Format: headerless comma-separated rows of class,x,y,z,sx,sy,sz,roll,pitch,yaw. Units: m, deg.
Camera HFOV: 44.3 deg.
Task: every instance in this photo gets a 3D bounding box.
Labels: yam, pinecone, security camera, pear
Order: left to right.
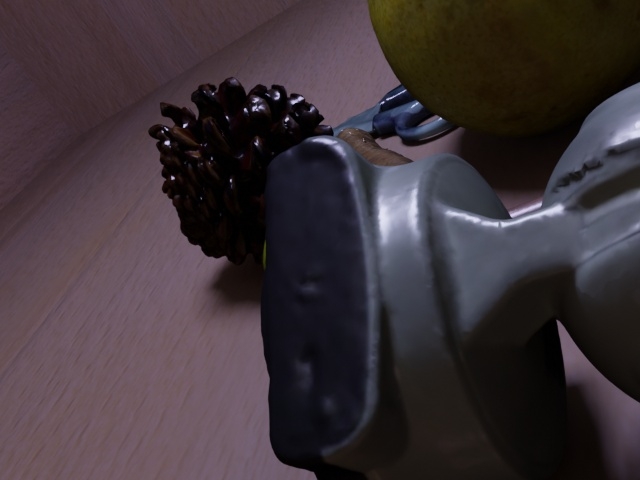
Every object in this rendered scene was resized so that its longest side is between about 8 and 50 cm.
pinecone,-0.077,-0.083,0.877,0.221,0.221,0.221,-30,22,13
yam,0.065,-0.070,0.828,0.066,0.066,0.299,-35,22,0
pear,0.177,-0.248,0.745,0.304,0.304,0.304,-30,22,13
security camera,0.129,0.021,0.380,0.277,0.191,0.197,-21,56,29

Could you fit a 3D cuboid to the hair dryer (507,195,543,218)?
hair dryer,0.130,0.000,0.607,0.182,0.064,0.117,-22,25,18

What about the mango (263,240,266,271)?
mango,-0.004,0.006,0.715,0.117,0.089,0.163,-58,10,2

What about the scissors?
scissors,0.039,-0.149,1.076,0.384,0.029,0.256,-22,26,25
